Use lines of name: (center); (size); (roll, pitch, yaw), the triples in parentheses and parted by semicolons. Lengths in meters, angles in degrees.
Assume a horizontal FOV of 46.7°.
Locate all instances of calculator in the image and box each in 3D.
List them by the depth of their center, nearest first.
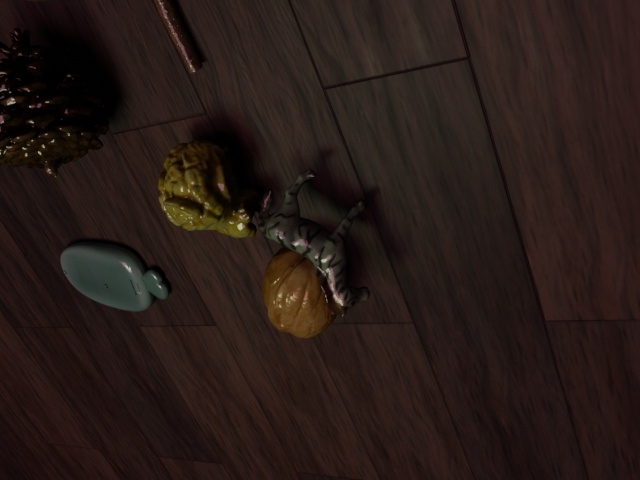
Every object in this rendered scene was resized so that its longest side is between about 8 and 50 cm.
calculator: (-0.483, 0.086, 1.721); (0.298, 0.041, 0.186); (9, 129, 25)

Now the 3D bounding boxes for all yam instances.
yam: (-0.240, -0.352, 1.242); (0.032, 0.032, 0.145); (-6, 121, 33)

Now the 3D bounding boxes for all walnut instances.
walnut: (-0.034, 0.094, 1.401); (0.159, 0.159, 0.207); (21, 134, 14)

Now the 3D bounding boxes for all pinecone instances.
pinecone: (-0.504, -0.245, 1.350); (0.243, 0.243, 0.257); (12, 88, 21)

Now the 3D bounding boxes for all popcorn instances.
popcorn: (-0.201, -0.091, 1.356); (0.173, 0.168, 0.195); (-33, 144, 31)

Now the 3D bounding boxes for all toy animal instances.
toy animal: (0.015, -0.009, 1.282); (0.255, 0.170, 0.090); (48, 173, 4)
